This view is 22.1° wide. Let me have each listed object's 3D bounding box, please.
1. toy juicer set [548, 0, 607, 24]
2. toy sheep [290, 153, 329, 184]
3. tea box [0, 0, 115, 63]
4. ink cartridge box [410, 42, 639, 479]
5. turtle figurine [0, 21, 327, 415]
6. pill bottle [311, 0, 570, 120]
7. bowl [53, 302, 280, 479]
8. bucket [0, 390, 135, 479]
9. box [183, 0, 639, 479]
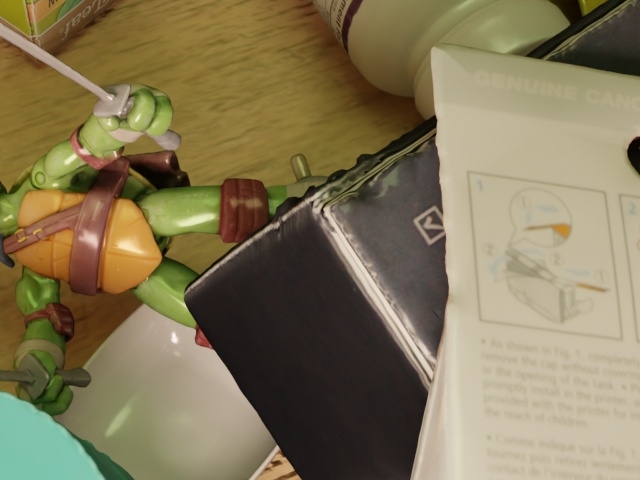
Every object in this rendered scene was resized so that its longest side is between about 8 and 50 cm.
[{"bbox_3d":[0.163,-0.322,1.290,0.089,0.209,0.329,-16,61,-22],"label":"toy juicer set"},{"bbox_3d":[0.000,0.000,1.159,0.091,0.091,0.132,-17,80,-13],"label":"toy sheep"},{"bbox_3d":[-0.192,-0.378,1.237,0.220,0.323,0.329,36,64,18],"label":"tea box"},{"bbox_3d":[0.180,0.117,0.700,0.308,0.091,0.385,8,60,-16],"label":"ink cartridge box"},{"bbox_3d":[-0.115,0.014,1.005,0.266,0.274,0.198,10,73,-7],"label":"turtle figurine"},{"bbox_3d":[0.070,-0.218,1.245,0.169,0.169,0.301,-24,63,-17],"label":"pill bottle"},{"bbox_3d":[-0.091,0.118,1.100,0.142,0.053,0.142,32,63,15],"label":"bowl"},{"bbox_3d":[-0.209,0.218,0.931,0.281,0.183,0.281,-2,67,5],"label":"bucket"},{"bbox_3d":[0.264,0.080,0.914,0.472,0.297,0.480,-34,91,-20],"label":"box"}]
